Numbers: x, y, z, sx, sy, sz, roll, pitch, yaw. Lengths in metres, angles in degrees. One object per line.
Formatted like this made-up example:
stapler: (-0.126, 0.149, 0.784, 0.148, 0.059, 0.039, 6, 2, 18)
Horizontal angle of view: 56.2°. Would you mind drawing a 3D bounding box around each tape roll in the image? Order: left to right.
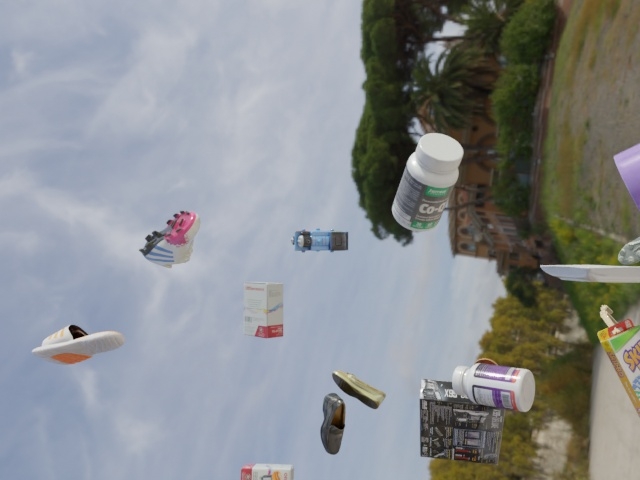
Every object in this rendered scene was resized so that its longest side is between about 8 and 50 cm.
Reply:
tape roll: (0.736, -0.125, 1.335, 0.189, 0.080, 0.189, 37, -142, -36)

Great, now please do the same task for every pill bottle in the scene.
pill bottle: (0.418, -0.225, 2.345, 0.204, 0.204, 0.361, -56, -15, -42)
pill bottle: (0.452, 0.382, 1.577, 0.108, 0.193, 0.108, 0, -90, -51)

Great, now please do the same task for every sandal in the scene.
sandal: (-0.614, 0.256, 1.544, 0.102, 0.265, 0.076, 55, -155, -51)

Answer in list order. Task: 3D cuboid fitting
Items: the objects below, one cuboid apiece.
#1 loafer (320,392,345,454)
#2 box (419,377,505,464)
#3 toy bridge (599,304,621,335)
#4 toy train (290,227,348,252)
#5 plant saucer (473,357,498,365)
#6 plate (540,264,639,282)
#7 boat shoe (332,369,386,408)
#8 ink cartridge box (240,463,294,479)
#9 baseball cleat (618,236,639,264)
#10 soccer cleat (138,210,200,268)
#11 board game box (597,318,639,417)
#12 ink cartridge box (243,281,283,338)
loafer: (0.038, 0.503, 1.620, 0.062, 0.061, 0.170, -6, -81, -30)
box: (0.423, 0.553, 1.813, 0.076, 0.242, 0.307, -73, -20, -49)
toy bridge: (0.935, 0.255, 1.937, 0.026, 0.063, 0.188, -44, 8, 23)
toy train: (0.000, 0.000, 1.922, 0.105, 0.184, 0.080, -177, 88, -75)
plant saucer: (0.504, 0.394, 1.814, 0.013, 0.083, 0.083, -36, -50, -54)
plate: (0.791, 0.090, 1.644, 0.277, 0.278, 0.045, 171, 100, -85)
boat shoe: (0.101, 0.391, 1.604, 0.048, 0.153, 0.056, -43, -31, -37)
ink cartridge box: (-0.183, 0.853, 2.088, 0.127, 0.176, 0.128, 84, -174, -76)
baseball cleat: (1.086, 0.011, 1.976, 0.109, 0.072, 0.206, -1, -36, -33)
soccer cleat: (-0.448, 0.003, 1.917, 0.143, 0.331, 0.116, 36, -127, -27)
board game box: (0.790, 0.325, 1.470, 0.259, 0.124, 0.039, 67, 157, 17)
ink cartridge box: (-0.185, 0.222, 1.944, 0.072, 0.127, 0.175, 2, -92, -43)
